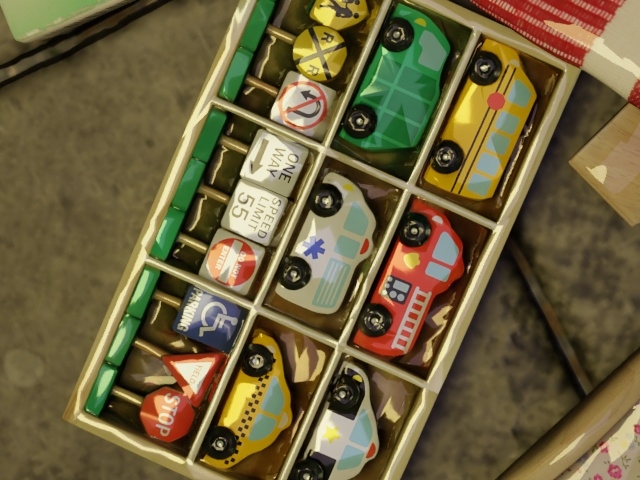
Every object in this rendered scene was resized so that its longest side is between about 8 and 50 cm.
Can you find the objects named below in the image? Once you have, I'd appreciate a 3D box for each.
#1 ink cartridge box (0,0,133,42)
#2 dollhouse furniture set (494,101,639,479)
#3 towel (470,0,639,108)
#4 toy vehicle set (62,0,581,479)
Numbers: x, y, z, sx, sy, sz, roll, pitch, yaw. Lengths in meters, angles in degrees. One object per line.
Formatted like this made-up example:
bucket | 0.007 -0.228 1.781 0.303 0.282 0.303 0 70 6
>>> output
ink cartridge box | -0.104 -0.227 0.874 0.181 0.056 0.225 -19 97 31
dollhouse furniture set | 0.172 0.102 0.870 0.355 0.174 0.303 -45 92 5
towel | 0.084 -0.243 0.859 0.329 0.037 0.237 38 97 17
toy vehicle set | 0.000 0.000 0.935 0.166 0.035 0.267 23 96 0
